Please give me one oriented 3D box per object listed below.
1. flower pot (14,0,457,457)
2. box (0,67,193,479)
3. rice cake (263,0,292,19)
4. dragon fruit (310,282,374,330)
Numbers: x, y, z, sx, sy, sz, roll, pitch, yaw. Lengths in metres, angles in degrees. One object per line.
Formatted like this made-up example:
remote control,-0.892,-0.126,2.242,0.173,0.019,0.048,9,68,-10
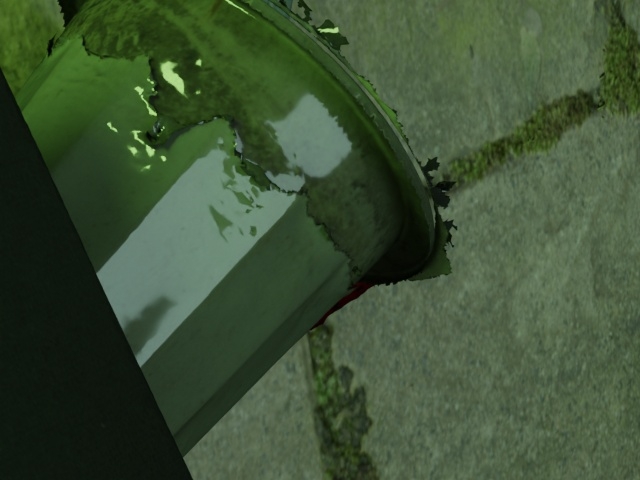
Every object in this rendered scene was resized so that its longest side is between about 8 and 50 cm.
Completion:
flower pot,-0.105,0.006,1.041,0.259,0.290,0.290,-50,131,-23
box,-0.244,0.064,0.805,0.251,0.204,0.345,-30,97,-56
rice cake,-0.034,-0.231,1.273,0.080,0.042,0.221,28,70,-54
dragon fruit,0.003,0.001,1.322,0.131,0.063,0.097,47,57,-43
